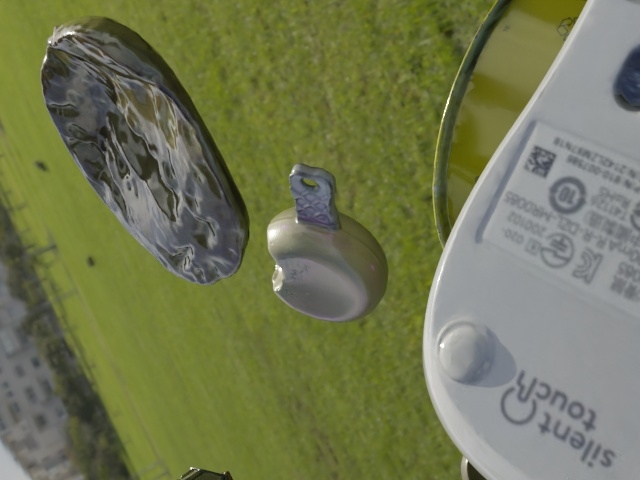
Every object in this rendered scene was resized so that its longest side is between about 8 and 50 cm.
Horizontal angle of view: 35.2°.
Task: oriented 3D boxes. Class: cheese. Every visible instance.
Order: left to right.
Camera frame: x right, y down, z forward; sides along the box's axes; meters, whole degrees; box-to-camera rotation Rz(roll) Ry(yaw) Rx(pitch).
[{"bbox_3d":[0.000,0.000,1.241,0.163,0.082,0.286,12,147,17],"label":"cheese"}]

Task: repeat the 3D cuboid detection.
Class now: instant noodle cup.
[{"bbox_3d":[0.288,-0.066,0.831,0.254,0.325,0.326,26,143,37],"label":"instant noodle cup"}]

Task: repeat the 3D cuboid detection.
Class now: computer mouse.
[{"bbox_3d":[0.162,-0.021,0.414,0.184,0.297,0.121,24,-173,31],"label":"computer mouse"}]

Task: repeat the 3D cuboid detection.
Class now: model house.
[{"bbox_3d":[-0.095,0.238,0.910,0.057,0.058,0.083,-14,102,64],"label":"model house"}]

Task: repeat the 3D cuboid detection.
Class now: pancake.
[{"bbox_3d":[-0.129,-0.067,0.777,0.242,0.050,0.242,40,153,25],"label":"pancake"}]

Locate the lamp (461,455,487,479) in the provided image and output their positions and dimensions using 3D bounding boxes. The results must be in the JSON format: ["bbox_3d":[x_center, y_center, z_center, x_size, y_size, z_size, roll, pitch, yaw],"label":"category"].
[{"bbox_3d":[0.213,0.212,0.956,0.121,0.121,0.214,64,157,2],"label":"lamp"}]
